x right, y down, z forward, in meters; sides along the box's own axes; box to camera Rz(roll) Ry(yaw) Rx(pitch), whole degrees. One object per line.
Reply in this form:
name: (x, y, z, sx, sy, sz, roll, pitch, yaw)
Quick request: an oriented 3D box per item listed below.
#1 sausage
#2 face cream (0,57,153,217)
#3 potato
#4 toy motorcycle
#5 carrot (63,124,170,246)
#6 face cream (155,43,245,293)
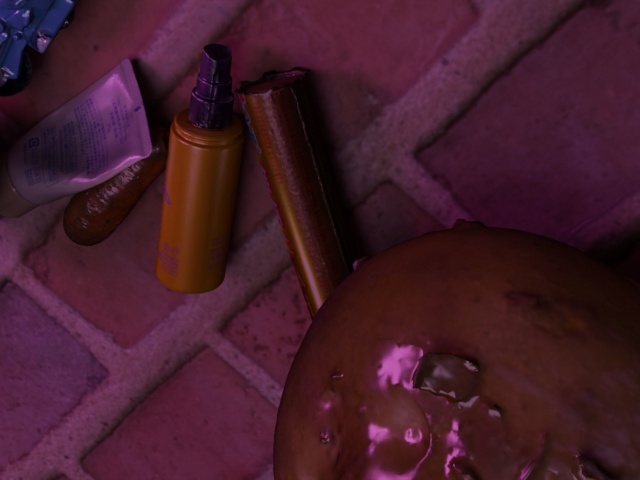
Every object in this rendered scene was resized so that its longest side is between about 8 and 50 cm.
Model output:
sausage: (0.000, 0.000, 1.312, 0.082, 0.082, 0.372, -6, 116, 23)
face cream: (-0.267, -0.097, 1.352, 0.224, 0.070, 0.114, -26, 69, 29)
potato: (0.112, 0.186, 1.181, 0.319, 0.385, 0.442, 28, 106, 6)
toy motorcycle: (-0.335, -0.263, 1.261, 0.182, 0.124, 0.272, 33, 124, -12)
carrot: (-0.220, -0.060, 1.366, 0.060, 0.060, 0.186, 42, 122, -6)
face cream: (-0.122, -0.074, 1.310, 0.078, 0.078, 0.273, 18, 123, 10)
